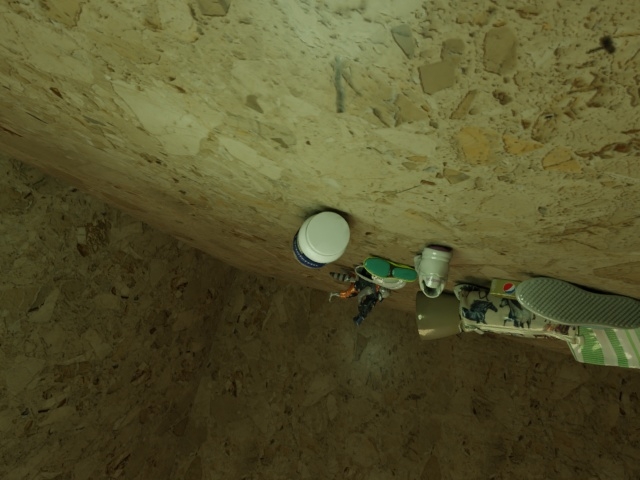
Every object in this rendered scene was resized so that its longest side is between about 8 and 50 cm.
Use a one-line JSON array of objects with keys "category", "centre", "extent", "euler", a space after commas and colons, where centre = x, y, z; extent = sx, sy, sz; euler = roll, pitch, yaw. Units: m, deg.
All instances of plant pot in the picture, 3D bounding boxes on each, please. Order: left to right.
[{"category": "plant pot", "centre": [0.640, 0.370, 2.010], "extent": [0.274, 0.256, 0.256], "euler": [-8, 159, 25]}]

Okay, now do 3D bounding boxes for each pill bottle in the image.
[{"category": "pill bottle", "centre": [0.000, 0.000, 1.249], "extent": [0.153, 0.153, 0.265], "euler": [17, 168, -7]}]

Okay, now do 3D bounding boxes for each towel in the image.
[{"category": "towel", "centre": [1.036, 0.358, 1.460], "extent": [0.247, 0.038, 0.325], "euler": [61, 158, -3]}]

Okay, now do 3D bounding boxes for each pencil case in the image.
[{"category": "pencil case", "centre": [0.718, 0.281, 1.469], "extent": [0.411, 0.183, 0.159], "euler": [1, 139, 26]}]

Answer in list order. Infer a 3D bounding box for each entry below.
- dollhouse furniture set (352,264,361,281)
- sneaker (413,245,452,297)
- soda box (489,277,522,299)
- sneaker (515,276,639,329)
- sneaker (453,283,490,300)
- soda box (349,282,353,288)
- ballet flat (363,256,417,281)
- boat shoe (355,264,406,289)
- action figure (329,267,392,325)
[{"category": "dollhouse furniture set", "centre": [0.213, 0.177, 1.976], "extent": [0.091, 0.081, 0.114], "euler": [8, 166, 35]}, {"category": "sneaker", "centre": [0.355, 0.114, 1.323], "extent": [0.114, 0.152, 0.305], "euler": [11, 169, 14]}, {"category": "soda box", "centre": [0.693, 0.177, 1.398], "extent": [0.181, 0.058, 0.061], "euler": [6, 166, 40]}, {"category": "sneaker", "centre": [0.785, 0.214, 1.266], "extent": [0.366, 0.135, 0.150], "euler": [15, 165, 7]}, {"category": "sneaker", "centre": [0.686, 0.240, 1.675], "extent": [0.276, 0.107, 0.110], "euler": [23, -176, -1]}, {"category": "soda box", "centre": [0.278, 0.266, 2.303], "extent": [0.092, 0.083, 0.263], "euler": [21, 167, -27]}, {"category": "ballet flat", "centre": [0.283, 0.120, 1.653], "extent": [0.231, 0.077, 0.077], "euler": [15, -175, -4]}, {"category": "boat shoe", "centre": [0.263, 0.160, 1.798], "extent": [0.258, 0.095, 0.084], "euler": [2, 166, 46]}, {"category": "action figure", "centre": [0.197, 0.258, 2.041], "extent": [0.330, 0.341, 0.178], "euler": [0, 124, 31]}]
